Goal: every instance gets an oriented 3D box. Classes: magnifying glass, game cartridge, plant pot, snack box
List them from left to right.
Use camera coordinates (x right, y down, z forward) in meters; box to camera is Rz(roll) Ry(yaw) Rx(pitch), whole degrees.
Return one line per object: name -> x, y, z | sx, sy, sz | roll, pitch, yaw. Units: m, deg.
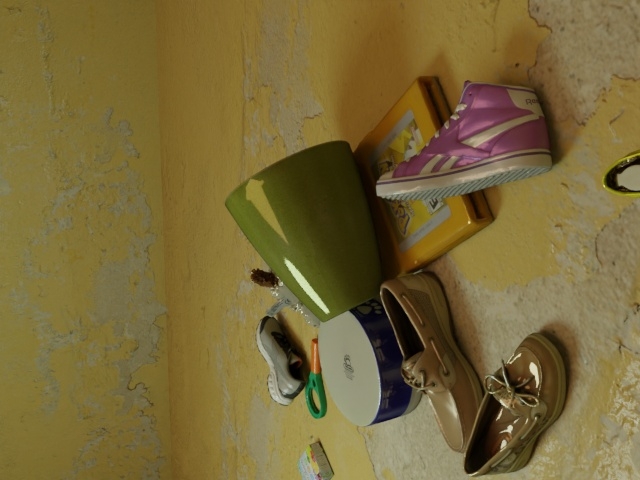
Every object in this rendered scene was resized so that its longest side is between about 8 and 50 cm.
snack box -> -0.017, 0.633, 1.850 | 0.100, 0.037, 0.141 | 64, 149, 31
magnifying glass -> -0.012, 0.368, 1.770 | 0.092, 0.026, 0.230 | 33, 129, 56
plant pot -> 0.000, 0.000, 1.308 | 0.293, 0.275, 0.275 | 63, 151, 6
game cartridge -> 0.162, -0.097, 1.243 | 0.324, 0.053, 0.285 | -44, 60, 57

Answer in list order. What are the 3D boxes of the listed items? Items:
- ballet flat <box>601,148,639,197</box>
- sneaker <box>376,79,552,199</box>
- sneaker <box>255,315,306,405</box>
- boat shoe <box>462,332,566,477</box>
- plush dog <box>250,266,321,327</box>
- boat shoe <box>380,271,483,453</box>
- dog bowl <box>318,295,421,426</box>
ballet flat -> 0.412, -0.079, 0.733 | 0.231, 0.077, 0.077 | -5, 94, 63
sneaker -> 0.207, -0.154, 1.029 | 0.282, 0.102, 0.161 | -13, 82, 33
sneaker -> -0.102, 0.320, 1.866 | 0.108, 0.100, 0.271 | -42, 49, 25
boat shoe -> 0.301, 0.272, 1.053 | 0.104, 0.089, 0.285 | 47, 138, 48
plush dog -> -0.058, 0.052, 1.605 | 0.225, 0.211, 0.262 | -94, 10, -62
boat shoe -> 0.196, 0.229, 1.219 | 0.121, 0.110, 0.341 | -46, 58, 58
dog bowl -> 0.100, 0.255, 1.422 | 0.265, 0.104, 0.264 | 30, 125, 56
